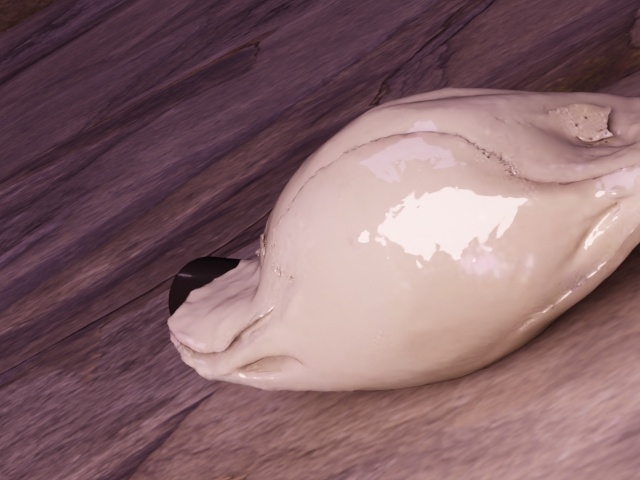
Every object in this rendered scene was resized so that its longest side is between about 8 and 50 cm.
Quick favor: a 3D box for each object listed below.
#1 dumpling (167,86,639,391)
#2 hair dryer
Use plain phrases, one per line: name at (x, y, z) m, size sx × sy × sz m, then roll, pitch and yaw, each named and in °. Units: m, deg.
dumpling at (0.084, -0.020, 1.148) m, size 0.341 × 0.181 × 0.260 m, roll -48°, pitch 1°, yaw 28°
hair dryer at (0.001, 0.000, 1.392) m, size 0.248 × 0.070 × 0.114 m, roll -37°, pitch 19°, yaw -25°
